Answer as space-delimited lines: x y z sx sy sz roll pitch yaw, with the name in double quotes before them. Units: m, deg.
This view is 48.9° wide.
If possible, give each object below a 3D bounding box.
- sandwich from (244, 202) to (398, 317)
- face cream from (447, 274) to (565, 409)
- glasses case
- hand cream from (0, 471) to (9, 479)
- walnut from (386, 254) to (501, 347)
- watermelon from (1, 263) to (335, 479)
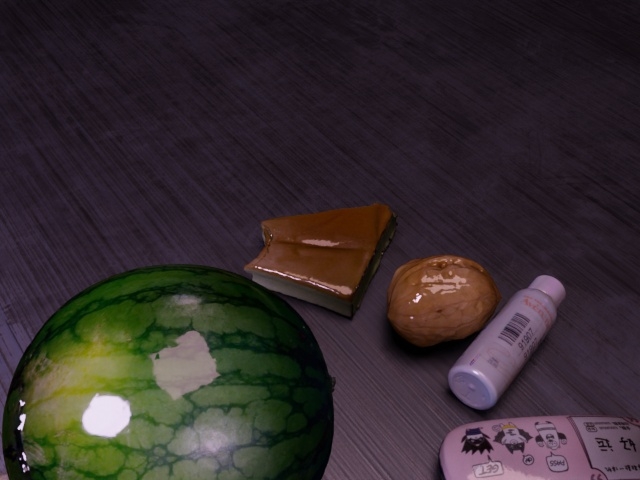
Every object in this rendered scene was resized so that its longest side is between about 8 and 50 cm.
"sandwich" 0.000 0.000 1.200 0.212 0.063 0.245 17 43 13
"face cream" 0.293 0.143 1.070 0.082 0.082 0.269 31 49 24
"glasses case" 0.310 0.291 0.919 0.314 0.075 0.122 0 45 -7
"hand cream" -0.330 0.359 0.774 0.084 0.084 0.203 -16 52 -22
"walnut" 0.186 0.088 1.079 0.180 0.144 0.144 -8 44 -3
"watermelon" -0.158 0.188 0.790 0.363 0.363 0.363 3 43 -3
